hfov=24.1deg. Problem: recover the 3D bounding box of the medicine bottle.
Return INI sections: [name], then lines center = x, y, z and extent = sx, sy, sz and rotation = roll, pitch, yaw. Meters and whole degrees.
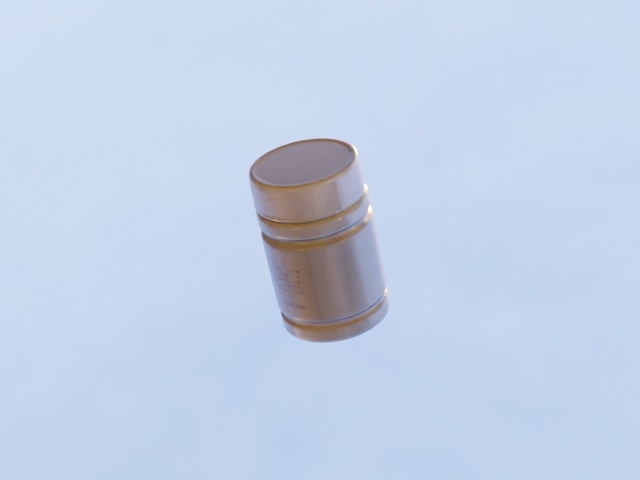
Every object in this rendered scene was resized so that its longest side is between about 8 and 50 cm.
[medicine bottle]
center = 0.000, 0.000, 0.765
extent = 0.058, 0.091, 0.058
rotation = -10, -152, 5
